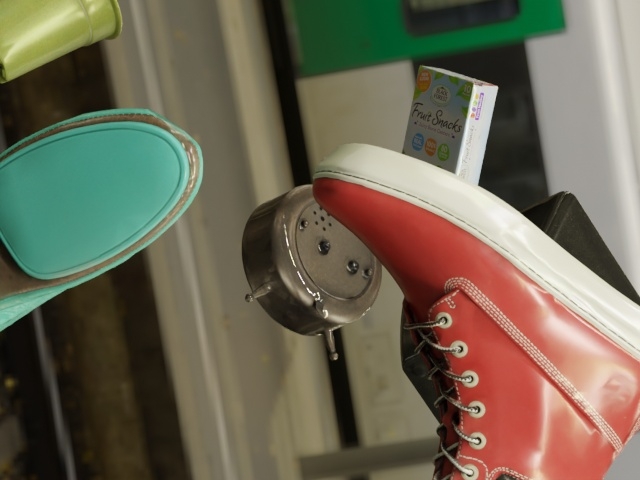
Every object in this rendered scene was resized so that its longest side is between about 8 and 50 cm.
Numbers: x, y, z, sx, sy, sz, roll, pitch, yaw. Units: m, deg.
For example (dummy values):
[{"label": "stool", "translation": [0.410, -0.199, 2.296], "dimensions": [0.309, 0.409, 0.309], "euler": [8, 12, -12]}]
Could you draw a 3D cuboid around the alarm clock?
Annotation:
[{"label": "alarm clock", "translation": [0.000, 0.000, 1.523], "dimensions": [0.129, 0.064, 0.192], "euler": [35, 47, -28]}]

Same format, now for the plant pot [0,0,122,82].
[{"label": "plant pot", "translation": [-0.178, -0.138, 1.043], "dimensions": [0.083, 0.079, 0.083], "euler": [39, -26, 24]}]

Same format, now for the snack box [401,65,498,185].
[{"label": "snack box", "translation": [0.131, -0.105, 1.802], "dimensions": [0.100, 0.037, 0.141], "euler": [26, -71, 53]}]

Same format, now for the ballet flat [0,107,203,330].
[{"label": "ballet flat", "translation": [-0.165, 0.000, 0.933], "dimensions": [0.083, 0.247, 0.087], "euler": [60, 13, 2]}]

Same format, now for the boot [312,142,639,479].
[{"label": "boot", "translation": [0.070, 0.071, 0.953], "dimensions": [0.176, 0.244, 0.088], "euler": [-58, -166, -10]}]

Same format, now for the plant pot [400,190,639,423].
[{"label": "plant pot", "translation": [0.177, 0.099, 1.548], "dimensions": [0.187, 0.188, 0.167], "euler": [56, 34, -10]}]
